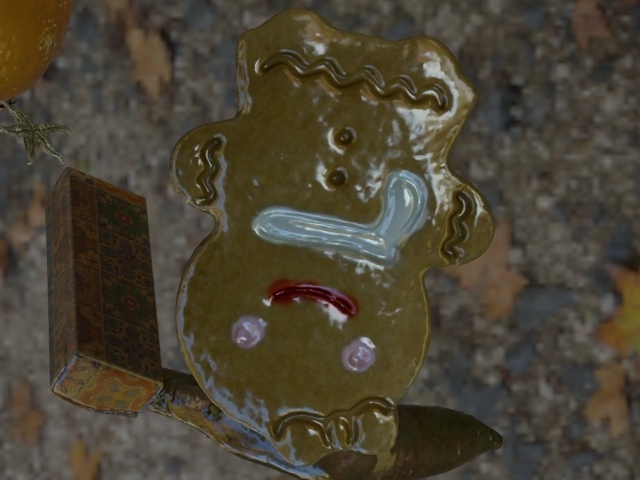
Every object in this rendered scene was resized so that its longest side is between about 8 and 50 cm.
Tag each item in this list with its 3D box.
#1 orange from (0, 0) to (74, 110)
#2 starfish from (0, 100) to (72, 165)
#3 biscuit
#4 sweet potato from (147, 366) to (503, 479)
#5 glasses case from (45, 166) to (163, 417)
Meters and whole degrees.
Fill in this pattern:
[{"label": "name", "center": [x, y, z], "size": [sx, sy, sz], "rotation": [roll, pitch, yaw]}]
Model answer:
[{"label": "orange", "center": [-0.442, -0.306, 2.005], "size": [0.293, 0.341, 0.340], "rotation": [111, 144, -53]}, {"label": "starfish", "center": [-0.303, -0.115, 1.882], "size": [0.016, 0.092, 0.086], "rotation": [-45, 66, 42]}, {"label": "biscuit", "center": [0.000, 0.001, 0.990], "size": [0.035, 0.184, 0.249], "rotation": [-103, 28, -86]}, {"label": "sweet potato", "center": [-0.017, 0.157, 1.479], "size": [0.108, 0.346, 0.079], "rotation": [-89, 10, -86]}, {"label": "glasses case", "center": [-0.171, 0.038, 1.373], "size": [0.049, 0.075, 0.218], "rotation": [-50, 31, 29]}]
